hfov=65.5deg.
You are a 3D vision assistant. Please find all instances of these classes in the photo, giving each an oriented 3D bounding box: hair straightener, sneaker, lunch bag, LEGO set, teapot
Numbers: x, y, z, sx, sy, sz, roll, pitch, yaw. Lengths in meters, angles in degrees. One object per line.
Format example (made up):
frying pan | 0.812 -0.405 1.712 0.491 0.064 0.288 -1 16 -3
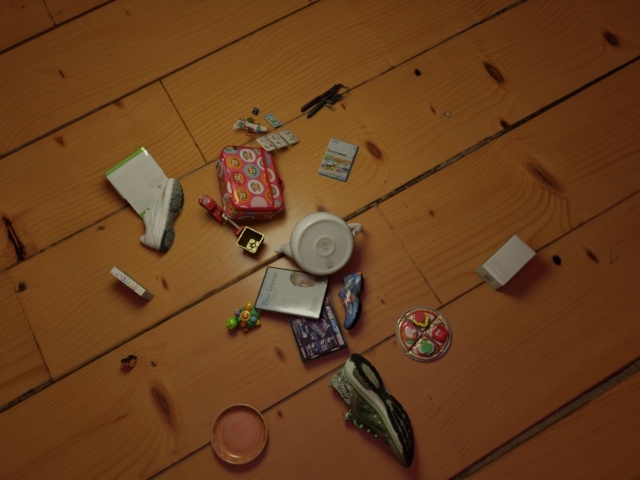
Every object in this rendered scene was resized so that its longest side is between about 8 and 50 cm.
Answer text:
hair straightener | 0.031 -0.585 2.107 0.230 0.047 0.089 -36 76 -13
sneaker | 0.108 0.224 1.852 0.087 0.083 0.221 3 68 17
lunch bag | -0.261 -0.222 1.938 0.258 0.120 0.292 -1 66 -33
sneaker | 0.172 0.602 1.727 0.182 0.158 0.410 -38 76 23
LEGO set | -0.235 -0.452 2.055 0.183 0.060 0.244 -29 67 -41
sneaker | -0.625 -0.108 1.944 0.130 0.111 0.296 12 81 13
teapot | 0.000 0.000 1.866 0.256 0.187 0.252 27 95 -17

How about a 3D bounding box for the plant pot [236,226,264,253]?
plant pot | -0.264 0.008 1.916 0.081 0.083 0.081 26 77 9

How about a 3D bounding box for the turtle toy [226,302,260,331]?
turtle toy | -0.288 0.289 1.843 0.130 0.066 0.095 -27 75 -6

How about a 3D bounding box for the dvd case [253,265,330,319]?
dvd case | -0.103 0.192 1.848 0.253 0.022 0.180 7 59 13

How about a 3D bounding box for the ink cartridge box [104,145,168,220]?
ink cartridge box | -0.707 -0.222 2.003 0.189 0.097 0.255 -38 110 -9

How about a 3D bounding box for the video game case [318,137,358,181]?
video game case | 0.072 -0.331 2.040 0.119 0.015 0.166 19 75 7

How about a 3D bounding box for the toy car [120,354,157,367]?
toy car | -0.664 0.450 1.817 0.122 0.060 0.040 4 106 10

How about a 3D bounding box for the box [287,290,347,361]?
box | -0.019 0.316 1.834 0.175 0.051 0.220 -20 74 -4

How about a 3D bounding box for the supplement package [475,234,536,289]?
supplement package | 0.687 0.083 1.851 0.179 0.105 0.105 -41 76 -9

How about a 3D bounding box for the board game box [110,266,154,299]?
board game box | -0.707 0.164 1.875 0.154 0.103 0.026 34 78 10

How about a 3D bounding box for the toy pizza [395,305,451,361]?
toy pizza | 0.378 0.339 1.824 0.202 0.032 0.201 0 74 2

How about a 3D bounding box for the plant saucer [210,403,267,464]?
plant saucer | -0.283 0.676 1.745 0.200 0.037 0.199 -1 73 3

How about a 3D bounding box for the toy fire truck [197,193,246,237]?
toy fire truck | -0.376 -0.094 1.922 0.135 0.192 0.047 30 76 39
